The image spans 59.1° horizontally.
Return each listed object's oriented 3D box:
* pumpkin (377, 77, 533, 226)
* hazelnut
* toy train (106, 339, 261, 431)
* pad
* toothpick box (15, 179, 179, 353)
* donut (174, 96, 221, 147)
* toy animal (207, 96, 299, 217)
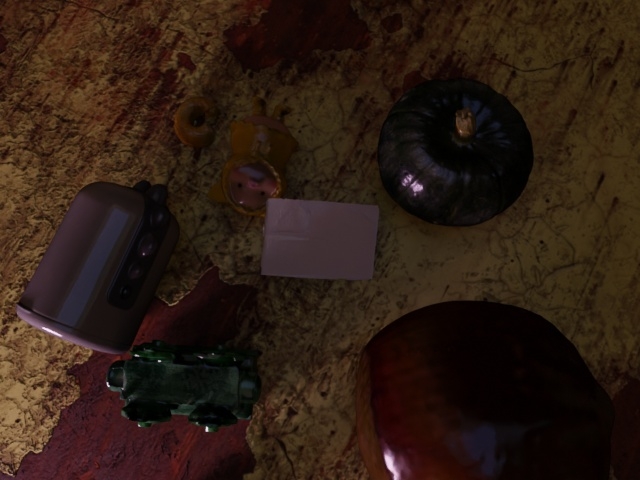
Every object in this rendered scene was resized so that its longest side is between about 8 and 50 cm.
[{"bbox_3d":[0.261,-0.172,1.086,0.300,0.207,0.300,2,73,-7],"label":"pumpkin"},{"bbox_3d":[0.252,0.297,0.921,0.420,0.352,0.421,-22,52,33],"label":"hazelnut"},{"bbox_3d":[-0.235,0.255,1.007,0.265,0.202,0.145,5,79,0],"label":"toy train"},{"bbox_3d":[0.000,0.000,1.108,0.232,0.004,0.157,3,99,-13],"label":"pad"},{"bbox_3d":[-0.382,0.032,1.037,0.229,0.229,0.316,22,80,3],"label":"toothpick box"},{"bbox_3d":[-0.261,-0.251,1.180,0.097,0.043,0.108,5,76,0],"label":"donut"},{"bbox_3d":[-0.125,-0.164,1.123,0.156,0.156,0.230,17,90,2],"label":"toy animal"}]
